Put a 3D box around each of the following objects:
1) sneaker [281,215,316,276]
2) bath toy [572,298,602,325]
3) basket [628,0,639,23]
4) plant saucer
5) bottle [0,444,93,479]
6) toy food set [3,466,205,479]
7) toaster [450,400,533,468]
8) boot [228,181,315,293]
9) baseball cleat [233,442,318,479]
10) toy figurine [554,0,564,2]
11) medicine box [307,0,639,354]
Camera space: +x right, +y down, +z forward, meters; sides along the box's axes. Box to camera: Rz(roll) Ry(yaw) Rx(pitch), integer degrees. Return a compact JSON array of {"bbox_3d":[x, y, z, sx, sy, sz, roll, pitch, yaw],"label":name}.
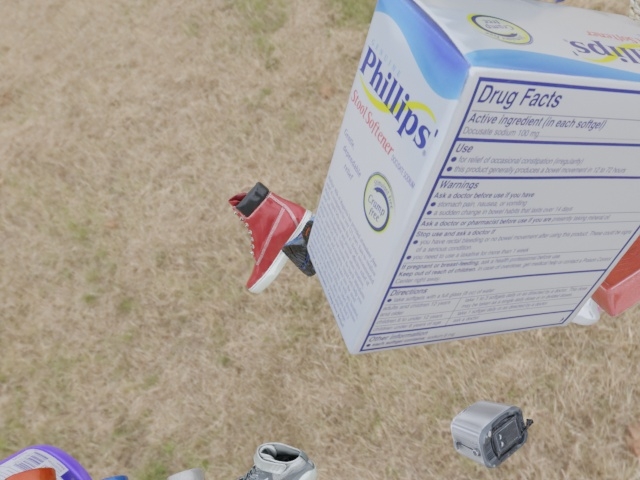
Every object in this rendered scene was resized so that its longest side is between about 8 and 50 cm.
[{"bbox_3d":[0.000,0.000,1.057,0.087,0.083,0.221,-42,2,-31],"label":"sneaker"},{"bbox_3d":[0.749,0.132,1.604,0.151,0.348,0.129,23,110,31],"label":"bath toy"},{"bbox_3d":[0.853,-0.429,1.168,0.328,0.266,0.331,-18,40,9],"label":"basket"},{"bbox_3d":[0.691,0.031,1.261,0.259,0.048,0.258,-37,11,13],"label":"plant saucer"},{"bbox_3d":[-0.308,0.278,0.517,0.118,0.283,0.092,42,89,3],"label":"bottle"},{"bbox_3d":[-0.050,0.165,0.325,0.232,0.111,0.105,-7,62,-24],"label":"toy food set"},{"bbox_3d":[0.482,0.541,1.636,0.227,0.129,0.146,-23,11,-32],"label":"toaster"},{"bbox_3d":[-0.144,-0.007,1.250,0.244,0.176,0.088,-56,9,28],"label":"boot"},{"bbox_3d":[-0.109,0.410,1.011,0.205,0.109,0.072,-24,24,13],"label":"baseball cleat"},{"bbox_3d":[0.240,-0.389,0.679,0.191,0.217,0.363,-16,30,19],"label":"toy figurine"},{"bbox_3d":[0.156,-0.052,0.524,0.263,0.289,0.149,-2,43,-23],"label":"medicine box"}]
